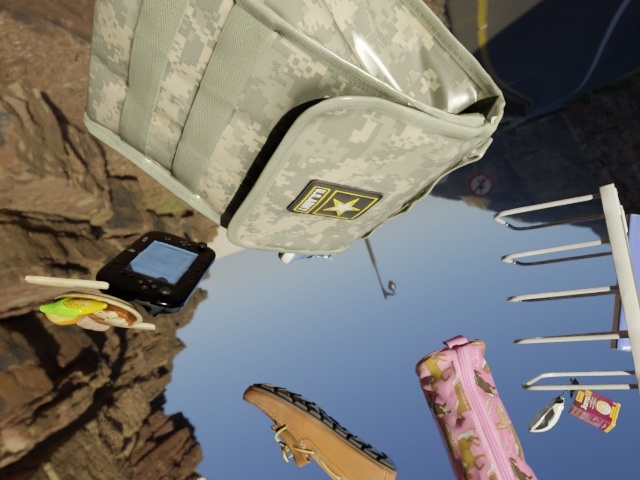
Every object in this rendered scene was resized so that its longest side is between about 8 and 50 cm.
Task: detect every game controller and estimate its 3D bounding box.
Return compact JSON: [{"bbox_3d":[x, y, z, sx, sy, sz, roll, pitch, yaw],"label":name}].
[{"bbox_3d":[-0.321,0.053,1.035,0.067,0.167,0.319,-61,-173,16],"label":"game controller"}]

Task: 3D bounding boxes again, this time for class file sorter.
[{"bbox_3d":[0.388,0.084,0.780,0.173,0.277,0.193,-12,167,32],"label":"file sorter"}]

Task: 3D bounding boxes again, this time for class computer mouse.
[{"bbox_3d":[0.648,0.464,1.400,0.193,0.042,0.106,-53,164,13],"label":"computer mouse"}]

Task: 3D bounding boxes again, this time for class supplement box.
[{"bbox_3d":[0.571,0.351,1.065,0.083,0.043,0.055,24,-124,22],"label":"supplement box"}]

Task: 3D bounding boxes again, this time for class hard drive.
[{"bbox_3d":[0.803,0.112,1.193,0.210,0.318,0.040,10,172,-1],"label":"hard drive"}]

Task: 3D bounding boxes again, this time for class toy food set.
[{"bbox_3d":[-0.328,0.110,0.739,0.133,0.038,0.192,3,152,8],"label":"toy food set"}]

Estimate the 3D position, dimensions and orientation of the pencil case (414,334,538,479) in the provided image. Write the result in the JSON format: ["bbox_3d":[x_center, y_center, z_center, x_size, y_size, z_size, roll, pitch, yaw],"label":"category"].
[{"bbox_3d":[0.302,0.378,0.949,0.160,0.386,0.167,14,136,-37],"label":"pencil case"}]

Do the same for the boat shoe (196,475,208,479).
[{"bbox_3d":[-0.282,0.680,1.252,0.063,0.184,0.066,-6,152,10],"label":"boat shoe"}]

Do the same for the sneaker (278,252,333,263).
[{"bbox_3d":[0.000,0.000,0.992,0.211,0.081,0.080,-31,169,-50],"label":"sneaker"}]

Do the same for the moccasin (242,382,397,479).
[{"bbox_3d":[-0.020,0.452,1.132,0.147,0.380,0.139,-56,172,-5],"label":"moccasin"}]

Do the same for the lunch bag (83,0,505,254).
[{"bbox_3d":[-0.030,-0.112,0.421,0.169,0.287,0.235,-57,-172,-35],"label":"lunch bag"}]
